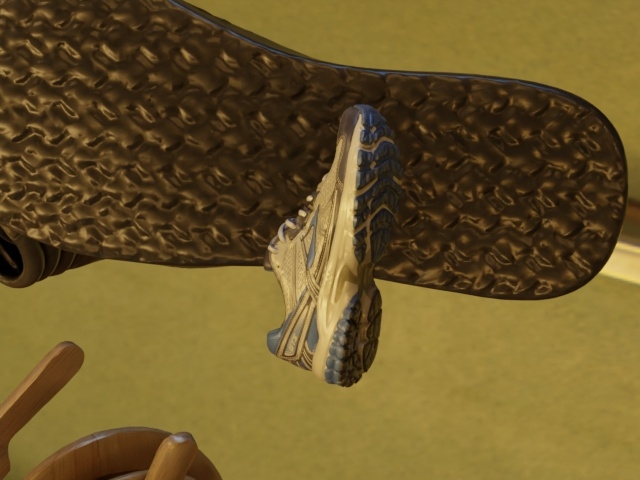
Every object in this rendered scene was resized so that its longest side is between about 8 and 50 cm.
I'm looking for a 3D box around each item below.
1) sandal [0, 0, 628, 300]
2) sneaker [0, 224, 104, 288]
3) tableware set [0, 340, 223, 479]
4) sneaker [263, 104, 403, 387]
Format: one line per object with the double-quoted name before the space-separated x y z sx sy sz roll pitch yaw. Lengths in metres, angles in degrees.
"sandal" -0.041 -0.054 0.958 0.445 0.107 0.167 15 93 4
"sneaker" -0.175 -0.087 1.051 0.104 0.147 0.296 31 134 29
"tableware set" -0.092 0.141 0.460 0.194 0.128 0.039 -49 39 -11
"sneaker" 0.000 0.000 0.760 0.058 0.052 0.135 12 96 24
